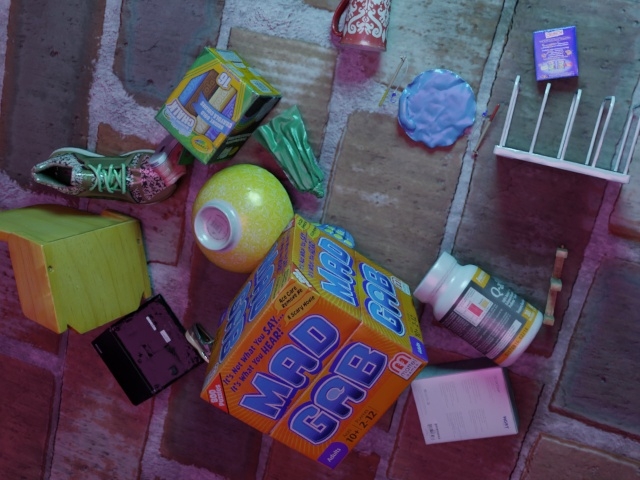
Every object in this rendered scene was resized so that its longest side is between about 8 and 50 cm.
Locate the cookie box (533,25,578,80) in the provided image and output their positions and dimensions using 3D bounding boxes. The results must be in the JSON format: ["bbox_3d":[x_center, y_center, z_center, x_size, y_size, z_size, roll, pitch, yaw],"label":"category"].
[{"bbox_3d":[0.525,-0.416,1.630,0.092,0.040,0.107,-3,101,18],"label":"cookie box"}]

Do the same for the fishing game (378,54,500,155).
[{"bbox_3d":[0.276,-0.311,1.730,0.264,0.041,0.189,25,115,5],"label":"fishing game"}]

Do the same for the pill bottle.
[{"bbox_3d":[0.369,0.158,1.733,0.278,0.162,0.162,36,109,6],"label":"pill bottle"}]

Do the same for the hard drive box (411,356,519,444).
[{"bbox_3d":[0.360,0.397,1.824,0.232,0.089,0.181,-12,98,19],"label":"hard drive box"}]

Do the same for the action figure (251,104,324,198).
[{"bbox_3d":[-0.058,-0.205,1.839,0.137,0.063,0.232,-31,87,18],"label":"action figure"}]

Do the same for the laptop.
[{"bbox_3d":[-0.501,0.320,2.110,0.264,0.136,0.234,-34,91,-5],"label":"laptop"}]

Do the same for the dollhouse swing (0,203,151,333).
[{"bbox_3d":[-0.699,0.064,1.947,0.305,0.347,0.315,-3,101,27],"label":"dollhouse swing"}]

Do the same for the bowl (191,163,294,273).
[{"bbox_3d":[-0.228,-0.045,1.849,0.289,0.156,0.289,6,102,28],"label":"bowl"}]

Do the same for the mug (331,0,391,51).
[{"bbox_3d":[0.095,-0.536,1.701,0.150,0.113,0.169,12,101,12],"label":"mug"}]

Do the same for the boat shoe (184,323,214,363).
[{"bbox_3d":[-0.310,0.293,2.023,0.152,0.056,0.049,41,115,5],"label":"boat shoe"}]

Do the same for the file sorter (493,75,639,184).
[{"bbox_3d":[0.538,-0.240,1.585,0.278,0.193,0.173,16,102,13],"label":"file sorter"}]

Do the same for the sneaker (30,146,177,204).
[{"bbox_3d":[-0.581,-0.161,1.943,0.410,0.182,0.158,2,103,14],"label":"sneaker"}]

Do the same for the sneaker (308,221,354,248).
[{"bbox_3d":[0.000,0.000,1.869,0.188,0.067,0.078,11,112,19],"label":"sneaker"}]

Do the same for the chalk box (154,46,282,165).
[{"bbox_3d":[-0.271,-0.310,1.820,0.179,0.180,0.289,44,109,4],"label":"chalk box"}]

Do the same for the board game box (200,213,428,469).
[{"bbox_3d":[-0.015,0.227,1.711,0.356,0.356,0.356,32,110,-13],"label":"board game box"}]

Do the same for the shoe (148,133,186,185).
[{"bbox_3d":[-0.380,-0.216,1.894,0.063,0.178,0.081,-16,122,27],"label":"shoe"}]

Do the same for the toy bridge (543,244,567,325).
[{"bbox_3d":[0.552,0.101,1.717,0.026,0.063,0.188,10,105,14],"label":"toy bridge"}]
